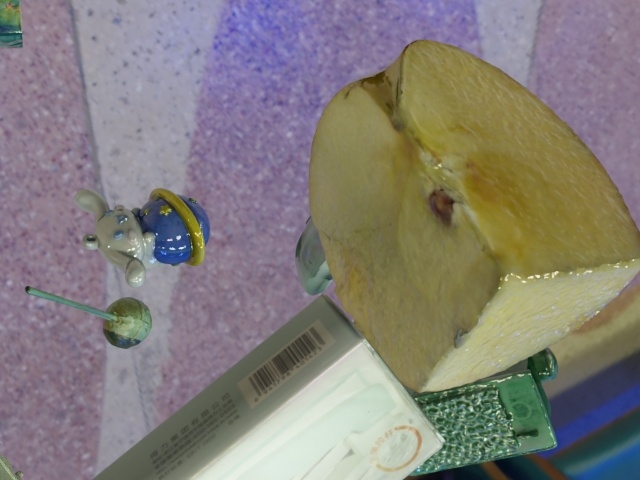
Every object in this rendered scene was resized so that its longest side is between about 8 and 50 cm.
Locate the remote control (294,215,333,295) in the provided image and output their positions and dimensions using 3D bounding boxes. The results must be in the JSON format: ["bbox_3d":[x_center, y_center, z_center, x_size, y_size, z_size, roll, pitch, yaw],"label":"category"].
[{"bbox_3d":[0.002,-0.001,1.447,0.045,0.097,0.256,-7,152,-19],"label":"remote control"}]

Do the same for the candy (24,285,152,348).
[{"bbox_3d":[-0.260,0.079,1.160,0.061,0.061,0.202,-48,150,8],"label":"candy"}]

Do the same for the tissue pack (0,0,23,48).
[{"bbox_3d":[-0.448,-0.294,1.356,0.111,0.085,0.079,-3,89,-16],"label":"tissue pack"}]

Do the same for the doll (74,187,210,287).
[{"bbox_3d":[-0.363,-0.019,2.109,0.243,0.311,0.159,-38,145,-23],"label":"doll"}]

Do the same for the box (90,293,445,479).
[{"bbox_3d":[-0.052,0.177,0.762,0.269,0.079,0.135,-38,121,-3],"label":"box"}]

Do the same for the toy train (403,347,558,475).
[{"bbox_3d":[0.229,0.235,1.575,0.266,0.202,0.145,-17,108,20],"label":"toy train"}]

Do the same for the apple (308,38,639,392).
[{"bbox_3d":[0.138,-0.035,1.071,0.314,0.309,0.252,-31,149,5],"label":"apple"}]

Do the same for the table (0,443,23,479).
[{"bbox_3d":[-0.398,0.289,1.200,0.079,0.083,0.062,-22,116,8],"label":"table"}]
